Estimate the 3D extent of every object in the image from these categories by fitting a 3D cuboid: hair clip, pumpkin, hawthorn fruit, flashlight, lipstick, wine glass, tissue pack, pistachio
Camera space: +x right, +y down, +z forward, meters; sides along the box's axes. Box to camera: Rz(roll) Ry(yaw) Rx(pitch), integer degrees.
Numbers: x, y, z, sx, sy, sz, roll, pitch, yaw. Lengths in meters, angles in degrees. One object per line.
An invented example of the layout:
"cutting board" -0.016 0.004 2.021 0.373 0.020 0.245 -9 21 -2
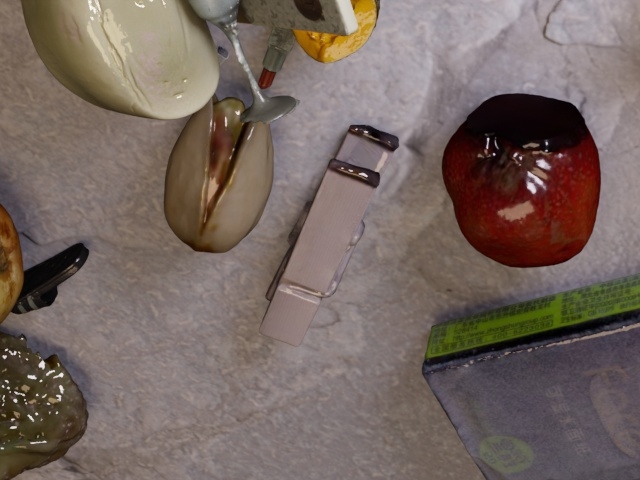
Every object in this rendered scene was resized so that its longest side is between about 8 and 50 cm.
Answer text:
"hair clip" 0.004 0.002 1.694 0.085 0.101 0.330 18 131 -7
"pumpkin" -0.004 -0.293 1.451 0.119 0.107 0.183 -26 102 26
"hawthorn fruit" 0.245 -0.058 1.554 0.190 0.189 0.251 -7 145 18
"flashlight" -0.141 -0.203 1.612 0.018 0.018 0.083 34 128 -17
"lipstick" -0.049 -0.228 1.563 0.030 0.030 0.129 22 130 -5
"wine glass" -0.105 -0.249 1.400 0.074 0.074 0.262 -13 117 22
"tissue pack" 0.370 0.192 1.744 0.394 0.124 0.288 -15 124 24
"pistachio" -0.125 -0.081 1.629 0.144 0.144 0.215 14 122 2

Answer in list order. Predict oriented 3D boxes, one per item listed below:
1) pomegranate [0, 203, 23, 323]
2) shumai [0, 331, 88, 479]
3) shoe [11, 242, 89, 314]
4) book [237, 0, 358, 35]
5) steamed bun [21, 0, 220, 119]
"pomegranate" -0.537 0.036 1.762 0.271 0.229 0.252 -8 125 26
"shumai" -0.536 0.285 1.926 0.346 0.283 0.217 19 132 0
"shoe" -0.383 0.066 1.855 0.179 0.071 0.049 -28 121 26
"book" -0.104 -0.325 1.396 0.310 0.021 0.216 15 137 45
"steamed bun" -0.230 -0.244 1.468 0.200 0.155 0.250 20 143 58
